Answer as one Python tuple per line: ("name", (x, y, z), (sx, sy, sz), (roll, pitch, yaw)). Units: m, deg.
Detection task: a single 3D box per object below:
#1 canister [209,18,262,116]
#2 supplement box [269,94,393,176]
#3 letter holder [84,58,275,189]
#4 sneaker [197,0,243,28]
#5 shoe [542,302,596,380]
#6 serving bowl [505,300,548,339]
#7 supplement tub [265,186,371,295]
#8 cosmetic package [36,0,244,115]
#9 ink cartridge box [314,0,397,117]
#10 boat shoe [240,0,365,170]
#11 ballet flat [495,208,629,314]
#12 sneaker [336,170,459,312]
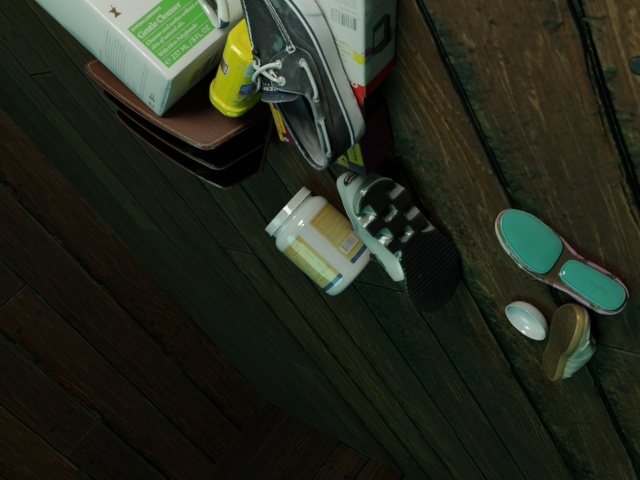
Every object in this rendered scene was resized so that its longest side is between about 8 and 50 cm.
("canister", (-0.109, -0.285, 1.082), (0.073, 0.126, 0.170), (42, 155, -2))
("supplement box", (0.016, -0.193, 1.105), (0.188, 0.081, 0.104), (27, 153, 30))
("letter holder", (-0.271, -0.226, 1.278), (0.302, 0.214, 0.152), (34, 134, 16))
("sneaker", (-0.193, -0.430, 0.992), (0.258, 0.091, 0.094), (50, 156, -21))
("shoe", (0.427, 0.170, 1.155), (0.058, 0.076, 0.219), (-8, 145, 0))
("serving bowl", (0.370, 0.137, 1.207), (0.083, 0.027, 0.083), (42, 160, 19))
("supplement tub", (0.000, 0.000, 1.399), (0.199, 0.144, 0.144), (43, 157, -3))
("cosmetic package", (-0.324, -0.410, 1.108), (0.365, 0.197, 0.155), (42, 157, -6))
("ink cartridge box", (0.027, -0.288, 0.919), (0.134, 0.078, 0.231), (33, 156, 21))
("boat shoe", (-0.042, -0.224, 0.906), (0.108, 0.102, 0.301), (19, 149, 44))
("ballet flat", (0.351, 0.036, 1.017), (0.221, 0.077, 0.079), (36, 176, 11))
("sneaker", (0.140, -0.007, 1.234), (0.330, 0.122, 0.146), (55, 172, -33))
